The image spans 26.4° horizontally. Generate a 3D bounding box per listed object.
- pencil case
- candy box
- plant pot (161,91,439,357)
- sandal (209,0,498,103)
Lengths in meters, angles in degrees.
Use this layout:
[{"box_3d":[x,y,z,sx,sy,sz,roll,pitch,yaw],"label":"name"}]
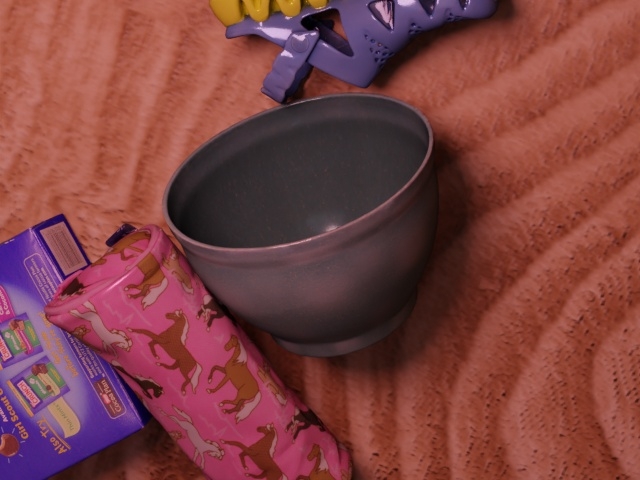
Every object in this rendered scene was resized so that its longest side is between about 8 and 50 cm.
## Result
[{"box_3d":[-0.127,0.164,1.506,0.160,0.167,0.386,-38,107,4],"label":"pencil case"},{"box_3d":[-0.388,0.161,1.619,0.317,0.122,0.268,-28,93,11],"label":"candy box"},{"box_3d":[0.000,0.000,1.467,0.293,0.293,0.196,-11,122,11],"label":"plant pot"},{"box_3d":[0.041,-0.231,1.493,0.317,0.126,0.138,-6,102,19],"label":"sandal"}]
